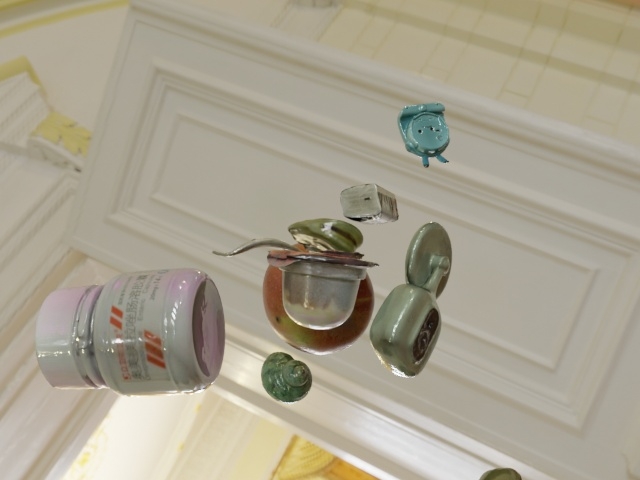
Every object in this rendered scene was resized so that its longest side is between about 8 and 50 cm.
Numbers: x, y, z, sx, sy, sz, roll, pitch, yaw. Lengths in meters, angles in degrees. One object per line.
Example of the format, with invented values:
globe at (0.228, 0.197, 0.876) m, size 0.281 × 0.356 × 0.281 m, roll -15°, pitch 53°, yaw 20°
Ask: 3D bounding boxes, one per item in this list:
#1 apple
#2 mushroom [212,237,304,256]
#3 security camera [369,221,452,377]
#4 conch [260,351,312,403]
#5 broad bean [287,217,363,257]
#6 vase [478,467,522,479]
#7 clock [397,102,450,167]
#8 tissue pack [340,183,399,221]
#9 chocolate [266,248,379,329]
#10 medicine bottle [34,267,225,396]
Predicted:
apple at (-0.009, 0.170, 2.104) m, size 0.348 × 0.277 × 0.349 m, roll -8°, pitch -74°, yaw -32°
mushroom at (-0.121, 0.030, 1.721) m, size 0.306 × 0.043 × 0.068 m, roll 13°, pitch -95°, yaw -33°
security camera at (0.191, 0.102, 1.266) m, size 0.157 × 0.080 × 0.302 m, roll 54°, pitch -125°, yaw -39°
conch at (-0.113, 0.451, 2.283) m, size 0.122 × 0.188 × 0.176 m, roll 34°, pitch -130°, yaw -57°
broad bean at (0.001, -0.002, 1.627) m, size 0.153 × 0.206 × 0.072 m, roll 48°, pitch -123°, yaw -35°
vase at (0.263, 0.592, 1.393) m, size 0.302 × 0.241 × 0.329 m, roll -22°, pitch -15°, yaw -8°
clock at (0.234, -0.226, 1.504) m, size 0.045 × 0.108 × 0.147 m, roll 120°, pitch 138°, yaw -71°
tissue pack at (0.125, -0.088, 1.729) m, size 0.170 × 0.103 × 0.091 m, roll 15°, pitch -111°, yaw -67°
chocolate at (-0.005, 0.091, 1.288) m, size 0.221 × 0.221 × 0.147 m, roll 31°, pitch -113°, yaw -73°
medicine bottle at (-0.379, 0.189, 1.406) m, size 0.256 × 0.324 × 0.256 m, roll -3°, pitch -90°, yaw -81°
